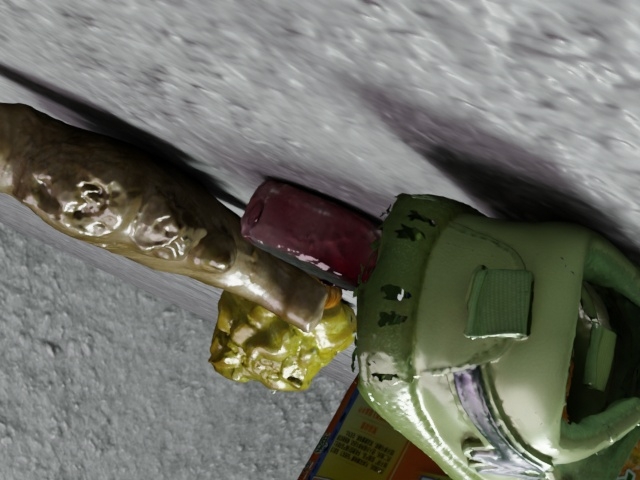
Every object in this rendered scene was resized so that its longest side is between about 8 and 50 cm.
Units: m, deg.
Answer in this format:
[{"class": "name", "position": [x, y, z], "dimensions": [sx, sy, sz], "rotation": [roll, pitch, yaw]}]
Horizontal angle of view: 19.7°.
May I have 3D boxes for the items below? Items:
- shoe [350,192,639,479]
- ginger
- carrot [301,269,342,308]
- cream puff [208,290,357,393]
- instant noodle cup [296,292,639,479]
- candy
[{"class": "shoe", "position": [0.100, 0.066, 0.888], "dimensions": [0.128, 0.140, 0.262], "rotation": [23, 173, 34]}, {"class": "ginger", "position": [-0.126, -0.026, 1.277], "dimensions": [0.166, 0.080, 0.333], "rotation": [37, -171, 33]}, {"class": "carrot", "position": [-0.010, 0.040, 1.549], "dimensions": [0.047, 0.047, 0.191], "rotation": [22, 176, 14]}, {"class": "cream puff", "position": [-0.044, 0.092, 1.787], "dimensions": [0.146, 0.116, 0.146], "rotation": [27, 175, 3]}, {"class": "instant noodle cup", "position": [0.125, 0.155, 1.214], "dimensions": [0.296, 0.214, 0.296], "rotation": [23, 173, 3]}, {"class": "candy", "position": [0.000, 0.000, 1.153], "dimensions": [0.103, 0.043, 0.103], "rotation": [23, 174, 2]}]
